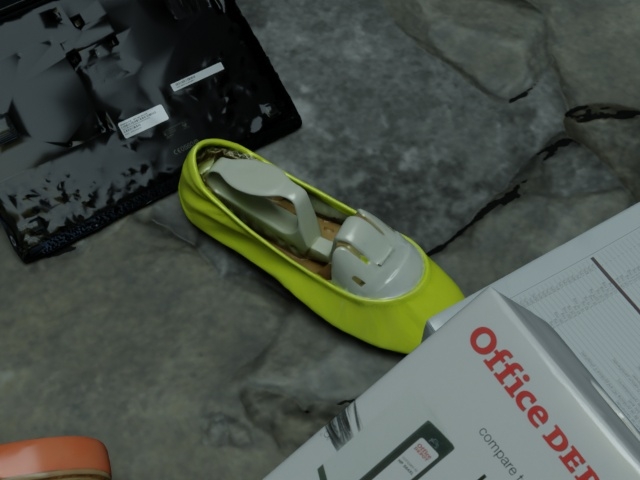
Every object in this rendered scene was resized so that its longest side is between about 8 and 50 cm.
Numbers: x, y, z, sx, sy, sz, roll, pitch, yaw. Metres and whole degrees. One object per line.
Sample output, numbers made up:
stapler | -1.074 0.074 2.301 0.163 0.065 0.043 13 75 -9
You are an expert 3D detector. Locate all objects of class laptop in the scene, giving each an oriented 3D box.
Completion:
laptop | -0.188 -0.137 0.927 0.234 0.136 0.264 -29 87 -19

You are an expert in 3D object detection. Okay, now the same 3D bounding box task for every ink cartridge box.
ink cartridge box | 0.062 0.144 0.582 0.203 0.086 0.148 -43 61 9

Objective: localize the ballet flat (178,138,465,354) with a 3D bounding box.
ballet flat | 0.000 0.000 0.803 0.231 0.077 0.077 30 59 16

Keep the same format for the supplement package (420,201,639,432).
supplement package | 0.190 0.074 0.727 0.244 0.134 0.139 -26 61 -19

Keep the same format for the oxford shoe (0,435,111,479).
oxford shoe | -0.243 0.185 0.660 0.271 0.097 0.098 -13 63 -11
